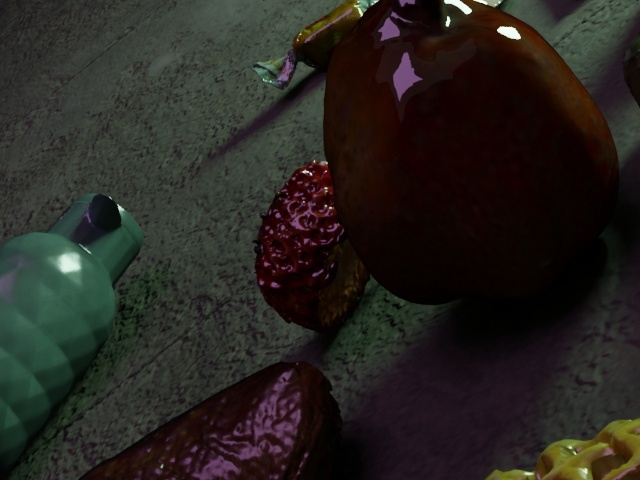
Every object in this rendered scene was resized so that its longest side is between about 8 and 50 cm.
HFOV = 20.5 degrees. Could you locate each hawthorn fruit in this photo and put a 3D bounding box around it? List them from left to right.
[{"bbox_3d":[0.099,-0.082,1.233,0.208,0.248,0.208,-11,25,5],"label":"hawthorn fruit"}]

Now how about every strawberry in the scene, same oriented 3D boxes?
[{"bbox_3d":[0.000,0.000,1.375,0.145,0.086,0.145,-50,-18,-23],"label":"strawberry"}]

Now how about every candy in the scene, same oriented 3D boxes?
[{"bbox_3d":[0.012,-0.214,1.867,0.182,0.046,0.053,-32,21,8],"label":"candy"}]

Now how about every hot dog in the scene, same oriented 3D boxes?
[{"bbox_3d":[-0.077,0.171,1.237,0.227,0.099,0.160,-33,24,14],"label":"hot dog"}]

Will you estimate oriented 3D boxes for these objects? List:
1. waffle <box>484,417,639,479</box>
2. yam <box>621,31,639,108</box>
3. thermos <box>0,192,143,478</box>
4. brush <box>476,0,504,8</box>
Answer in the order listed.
[{"bbox_3d":[0.144,0.186,0.931,0.291,0.051,0.291,-32,22,15],"label":"waffle"},{"bbox_3d":[0.263,-0.068,1.184,0.317,0.067,0.071,-97,18,-63],"label":"yam"},{"bbox_3d":[-0.275,0.086,1.668,0.286,0.145,0.182,-53,-8,-31],"label":"thermos"},{"bbox_3d":[0.136,-0.212,1.664,0.313,0.072,0.067,-74,10,-46],"label":"brush"}]
